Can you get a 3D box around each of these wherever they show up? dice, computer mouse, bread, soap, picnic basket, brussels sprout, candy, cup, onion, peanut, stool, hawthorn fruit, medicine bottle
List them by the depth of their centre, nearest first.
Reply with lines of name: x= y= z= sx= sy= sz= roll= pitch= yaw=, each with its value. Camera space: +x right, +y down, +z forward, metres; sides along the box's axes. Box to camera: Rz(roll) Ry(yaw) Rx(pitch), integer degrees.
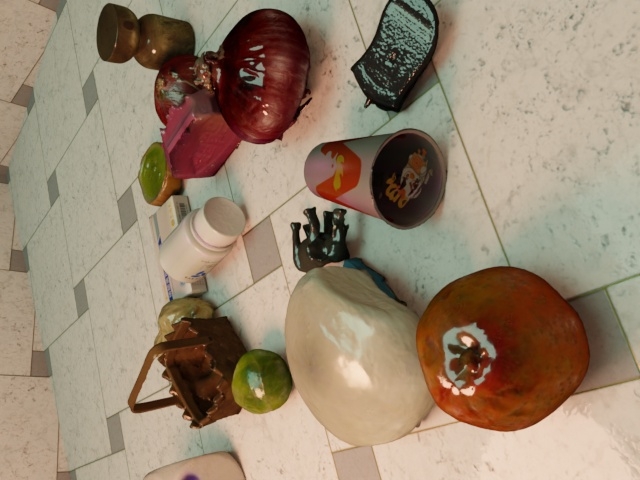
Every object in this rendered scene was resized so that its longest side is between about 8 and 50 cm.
hawthorn fruit: x=0.273 y=0.177 z=0.993 sx=0.277 sy=0.298 sz=0.277 roll=0 pitch=91 yaw=36
computer mouse: x=0.165 y=-0.384 z=1.269 sx=0.147 sy=0.088 sz=0.264 roll=48 pitch=127 yaw=15
candy: x=0.058 y=0.264 z=1.283 sx=0.386 sy=0.186 sz=0.427 roll=42 pitch=140 yaw=32
cup: x=0.094 y=-0.138 z=1.293 sx=0.288 sy=0.203 sz=0.203 roll=16 pitch=103 yaw=56
onion: x=-0.177 y=-0.413 z=1.520 sx=0.347 sy=0.286 sz=0.347 roll=-176 pitch=90 yaw=-67
brussels sprout: x=-0.153 y=0.379 z=1.613 sx=0.162 sy=0.144 sz=0.180 roll=7 pitch=121 yaw=9
picnic basket: x=-0.367 y=0.376 z=1.735 sx=0.291 sy=0.321 sz=0.254 roll=50 pitch=123 yaw=34
soap: x=-0.340 y=-0.312 z=1.770 sx=0.325 sy=0.220 sz=0.127 roll=-46 pitch=66 yaw=39
dice: x=-0.373 y=0.782 z=1.797 sx=0.243 sy=0.251 sz=0.259 roll=-36 pitch=64 yaw=46
medicine bottle: x=-0.352 y=-0.002 z=1.817 sx=0.293 sy=0.170 sz=0.170 roll=-40 pitch=61 yaw=43
onion: x=-0.449 y=-0.474 z=1.946 sx=0.248 sy=0.161 sz=0.248 roll=-44 pitch=39 yaw=50
peanut: x=-0.453 y=0.279 z=1.960 sx=0.159 sy=0.143 sz=0.291 roll=48 pitch=128 yaw=11
stool: x=-0.567 y=-0.651 z=1.983 sx=0.179 sy=0.264 sz=0.179 roll=2 pitch=92 yaw=50
bread: x=-0.556 y=-0.229 z=2.112 sx=0.236 sy=0.070 sz=0.236 roll=-10 pitch=77 yaw=50

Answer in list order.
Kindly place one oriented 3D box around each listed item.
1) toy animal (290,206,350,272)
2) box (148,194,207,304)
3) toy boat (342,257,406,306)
toy animal: x=0.006 y=-0.001 z=1.460 sx=0.245 sy=0.115 sz=0.146 roll=131 pitch=134 yaw=-64
box: x=-0.484 y=0.042 z=2.051 sx=0.200 sy=0.065 sz=0.343 roll=-33 pitch=66 yaw=45
toy boat: x=0.116 y=0.103 z=1.359 sx=0.185 sy=0.077 sz=0.075 roll=42 pitch=123 yaw=51
